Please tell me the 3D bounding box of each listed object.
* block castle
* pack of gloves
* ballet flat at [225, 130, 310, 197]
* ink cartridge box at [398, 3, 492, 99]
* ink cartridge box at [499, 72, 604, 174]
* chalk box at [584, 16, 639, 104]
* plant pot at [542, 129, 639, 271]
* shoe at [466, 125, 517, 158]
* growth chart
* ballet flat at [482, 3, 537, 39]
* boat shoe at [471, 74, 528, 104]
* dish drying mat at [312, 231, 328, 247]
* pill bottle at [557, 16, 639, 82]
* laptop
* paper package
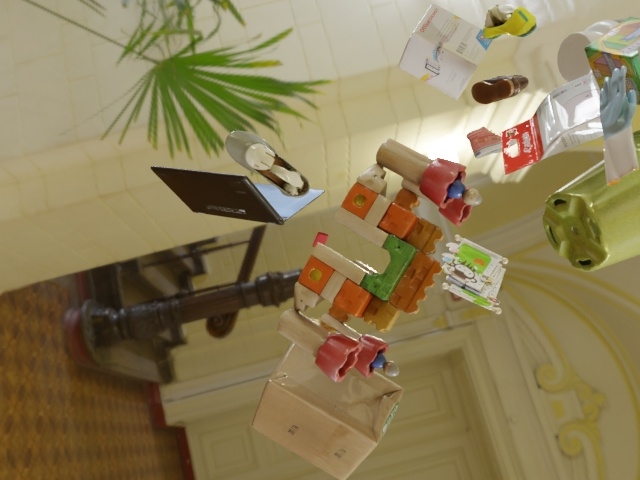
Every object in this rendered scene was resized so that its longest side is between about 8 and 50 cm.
[{"bbox_3d":[0.141,0.054,1.247,0.213,0.453,0.303,32,2,21],"label":"block castle"},{"bbox_3d":[0.590,-0.238,1.155,0.195,0.046,0.232,134,-39,-66],"label":"pack of gloves"},{"bbox_3d":[-0.101,-0.157,1.315,0.213,0.072,0.068,35,-9,-37],"label":"ballet flat"},{"bbox_3d":[0.406,-0.615,2.083,0.171,0.233,0.168,-57,175,-29],"label":"ink cartridge box"},{"bbox_3d":[0.496,-0.254,1.382,0.066,0.232,0.189,56,29,-30],"label":"ink cartridge box"},{"bbox_3d":[0.705,-0.385,1.381,0.132,0.132,0.213,56,-1,-27],"label":"chalk box"},{"bbox_3d":[0.628,-0.063,1.353,0.276,0.254,0.276,57,-17,29],"label":"plant pot"},{"bbox_3d":[0.509,-0.301,1.892,0.063,0.178,0.081,-37,-106,57],"label":"shoe"},{"bbox_3d":[0.379,0.077,1.584,0.237,0.172,0.021,-58,167,-50],"label":"growth chart"},{"bbox_3d":[0.446,-0.538,1.553,0.077,0.077,0.231,42,6,-20],"label":"ballet flat"},{"bbox_3d":[0.532,-0.450,1.897,0.207,0.073,0.073,22,-46,66],"label":"boat shoe"},{"bbox_3d":[0.000,0.000,1.797,0.083,0.032,0.008,114,-12,-61],"label":"dish drying mat"},{"bbox_3d":[0.797,-0.498,1.698,0.176,0.319,0.176,168,-90,-69],"label":"pill bottle"},{"bbox_3d":[-0.260,-0.197,2.105,0.408,0.382,0.236,52,53,-51],"label":"laptop"},{"bbox_3d":[0.008,0.425,1.611,0.168,0.310,0.324,-55,170,-38],"label":"paper package"}]
